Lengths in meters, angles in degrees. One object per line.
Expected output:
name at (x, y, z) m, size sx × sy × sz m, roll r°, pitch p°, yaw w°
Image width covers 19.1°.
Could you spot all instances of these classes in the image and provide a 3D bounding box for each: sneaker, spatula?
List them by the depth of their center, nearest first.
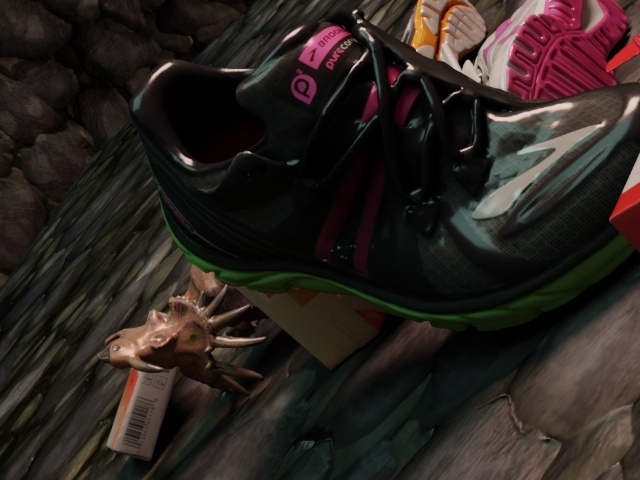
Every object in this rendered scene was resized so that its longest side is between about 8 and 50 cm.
sneaker at (0.044, -0.060, 1.377) m, size 0.482 × 0.202 × 0.185 m, roll -1°, pitch 47°, yaw 36°
sneaker at (0.183, -0.136, 1.599) m, size 0.111 × 0.103 × 0.252 m, roll -44°, pitch 6°, yaw 33°
spatula at (0.109, -0.084, 1.673) m, size 0.242 × 0.019 × 0.168 m, roll -102°, pitch 17°, yaw -74°
sneaker at (0.111, -0.197, 2.031) m, size 0.083 × 0.084 × 0.215 m, roll -43°, pitch 14°, yaw 43°

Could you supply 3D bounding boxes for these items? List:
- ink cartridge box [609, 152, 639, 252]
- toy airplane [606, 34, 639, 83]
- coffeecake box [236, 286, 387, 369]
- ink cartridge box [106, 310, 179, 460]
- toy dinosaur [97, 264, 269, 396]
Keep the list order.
ink cartridge box at (0.260, -0.057, 1.129) m, size 0.134 × 0.078 × 0.231 m, roll -34°, pitch 19°, yaw 47°
toy airplane at (0.264, -0.142, 1.479) m, size 0.151 × 0.028 × 0.151 m, roll -43°, pitch 14°, yaw 13°
coffeecake box at (0.000, 0.000, 1.666) m, size 0.068 × 0.142 × 0.185 m, roll -40°, pitch 16°, yaw 33°
ink cartridge box at (-0.186, 0.144, 1.954) m, size 0.179 × 0.045 × 0.145 m, roll 180°, pitch 108°, yaw -73°
toy dinosaur at (-0.055, 0.038, 1.794) m, size 0.295 × 0.127 × 0.200 m, roll -40°, pitch 15°, yaw 13°
